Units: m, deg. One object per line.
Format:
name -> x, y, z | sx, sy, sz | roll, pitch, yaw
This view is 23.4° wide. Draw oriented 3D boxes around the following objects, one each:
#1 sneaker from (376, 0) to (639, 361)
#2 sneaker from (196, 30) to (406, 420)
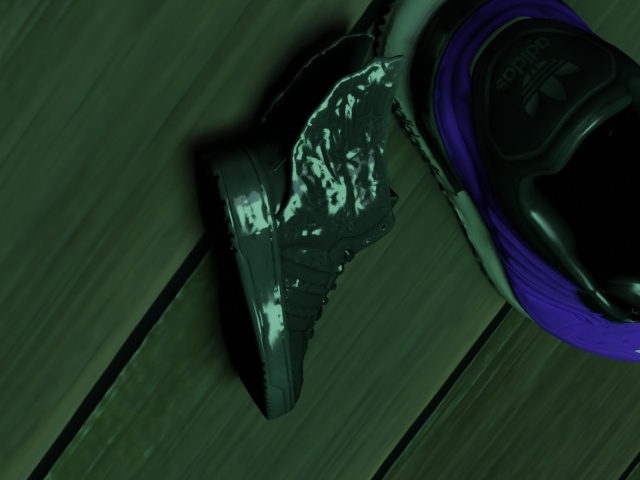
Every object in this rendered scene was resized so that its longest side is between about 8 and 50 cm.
sneaker -> 0.137, 0.000, 0.707 | 0.102, 0.146, 0.293 | -46, 136, 0
sneaker -> -0.001, -0.001, 0.670 | 0.089, 0.051, 0.170 | -22, 128, -17
